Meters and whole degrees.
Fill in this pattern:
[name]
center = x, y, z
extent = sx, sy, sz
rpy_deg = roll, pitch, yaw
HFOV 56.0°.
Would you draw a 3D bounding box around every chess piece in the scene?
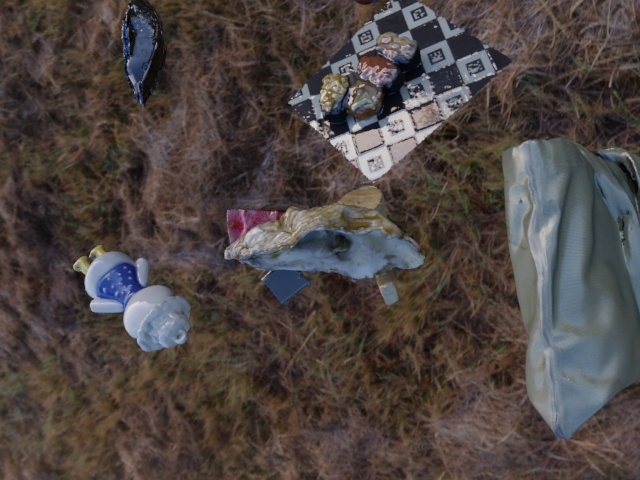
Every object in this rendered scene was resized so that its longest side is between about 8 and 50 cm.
[chess piece]
center = 0.134, 0.021, 1.489
extent = 0.137, 0.137, 0.301
rpy_deg = -2, 130, 29

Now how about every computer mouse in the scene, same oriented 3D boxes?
[computer mouse]
center = -0.366, -0.400, 1.269
extent = 0.077, 0.146, 0.241
rpy_deg = 0, 87, -2

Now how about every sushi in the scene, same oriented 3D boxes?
[sushi]
center = 0.109, -0.273, 0.981
extent = 0.264, 0.290, 0.050
rpy_deg = 48, -179, 29

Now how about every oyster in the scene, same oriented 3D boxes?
[oyster]
center = 0.002, -0.003, 1.047
extent = 0.341, 0.110, 0.166
rpy_deg = -5, 149, 24

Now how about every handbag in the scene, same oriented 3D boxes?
[handbag]
center = 0.283, 0.028, 0.597
extent = 0.109, 0.316, 0.253
rpy_deg = -10, 85, 44

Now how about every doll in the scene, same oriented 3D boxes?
[doll]
center = -0.352, 0.107, 1.139
extent = 0.293, 0.138, 0.119
rpy_deg = 32, 152, 25

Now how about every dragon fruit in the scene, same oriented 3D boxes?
[dragon fruit]
center = -0.140, -0.011, 1.583
extent = 0.163, 0.262, 0.189
rpy_deg = 28, 95, 15

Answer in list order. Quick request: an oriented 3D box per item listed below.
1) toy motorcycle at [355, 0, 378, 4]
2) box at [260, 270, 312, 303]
[toy motorcycle]
center = 0.013, -0.307, 0.571
extent = 0.213, 0.082, 0.122
rpy_deg = 33, 133, 18
[box]
center = -0.069, 0.074, 1.165
extent = 0.069, 0.122, 0.084
rpy_deg = -42, 91, -4
